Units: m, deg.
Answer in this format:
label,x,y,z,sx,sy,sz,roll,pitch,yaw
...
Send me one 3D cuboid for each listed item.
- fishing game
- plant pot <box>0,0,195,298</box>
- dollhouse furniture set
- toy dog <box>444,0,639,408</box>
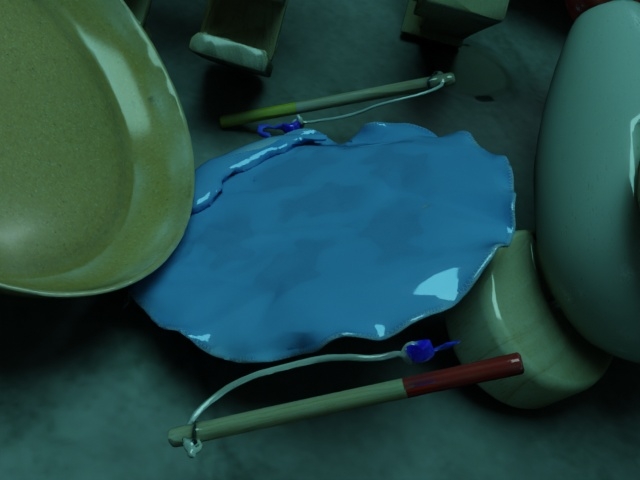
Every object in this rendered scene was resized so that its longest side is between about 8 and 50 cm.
label,x,y,z,sx,sy,sz,roll,pitch,yaw
fishing game,0.000,0.000,0.501,0.189,0.041,0.264,-13,33,4
plant pot,-0.153,-0.074,0.460,0.236,0.032,0.236,37,34,-31
dollhouse furniture set,-0.008,-0.201,0.629,0.242,0.212,0.161,15,7,-2
toy dog,0.186,-0.057,0.534,0.161,0.220,0.333,30,72,-24
